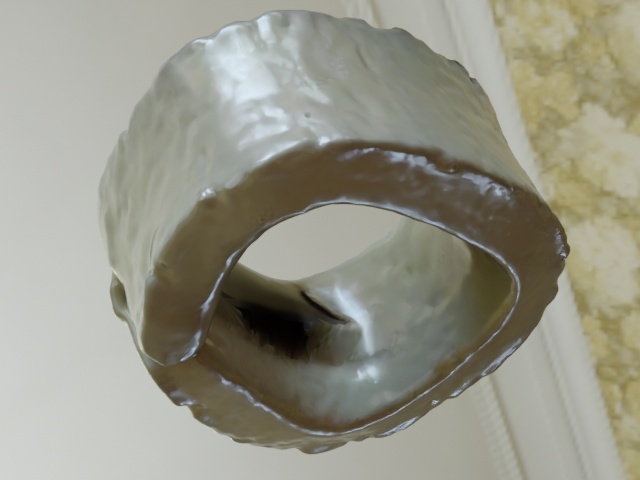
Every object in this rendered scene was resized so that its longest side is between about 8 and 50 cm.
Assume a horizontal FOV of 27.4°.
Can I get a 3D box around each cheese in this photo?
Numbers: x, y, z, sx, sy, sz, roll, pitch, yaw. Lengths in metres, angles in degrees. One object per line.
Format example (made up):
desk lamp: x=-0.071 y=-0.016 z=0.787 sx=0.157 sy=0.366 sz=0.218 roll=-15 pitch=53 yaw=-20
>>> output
cheese: x=-0.001 y=0.003 z=0.922 sx=0.332 sy=0.292 sz=0.153 roll=31 pitch=-152 yaw=-43
